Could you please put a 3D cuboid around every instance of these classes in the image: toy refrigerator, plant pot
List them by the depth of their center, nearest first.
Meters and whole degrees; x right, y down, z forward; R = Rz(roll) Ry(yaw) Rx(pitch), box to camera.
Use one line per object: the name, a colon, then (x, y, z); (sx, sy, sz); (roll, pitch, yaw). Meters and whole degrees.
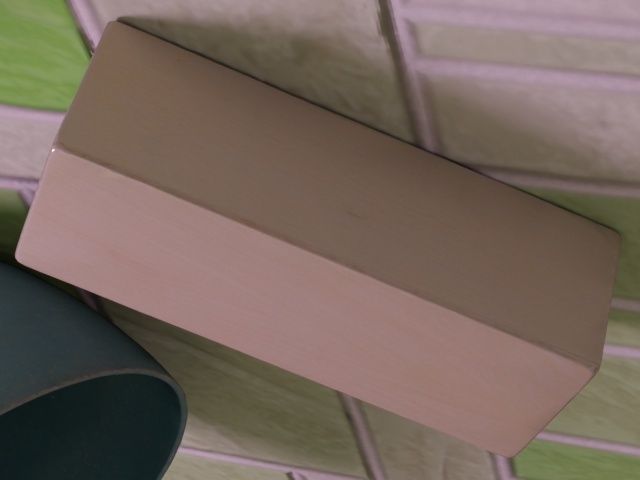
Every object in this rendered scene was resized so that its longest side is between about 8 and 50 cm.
toy refrigerator: (0.000, 0.000, 0.822); (0.270, 0.094, 0.102); (22, 143, -7)
plant pot: (-0.254, 0.112, 1.007); (0.195, 0.290, 0.290); (47, 158, 22)
